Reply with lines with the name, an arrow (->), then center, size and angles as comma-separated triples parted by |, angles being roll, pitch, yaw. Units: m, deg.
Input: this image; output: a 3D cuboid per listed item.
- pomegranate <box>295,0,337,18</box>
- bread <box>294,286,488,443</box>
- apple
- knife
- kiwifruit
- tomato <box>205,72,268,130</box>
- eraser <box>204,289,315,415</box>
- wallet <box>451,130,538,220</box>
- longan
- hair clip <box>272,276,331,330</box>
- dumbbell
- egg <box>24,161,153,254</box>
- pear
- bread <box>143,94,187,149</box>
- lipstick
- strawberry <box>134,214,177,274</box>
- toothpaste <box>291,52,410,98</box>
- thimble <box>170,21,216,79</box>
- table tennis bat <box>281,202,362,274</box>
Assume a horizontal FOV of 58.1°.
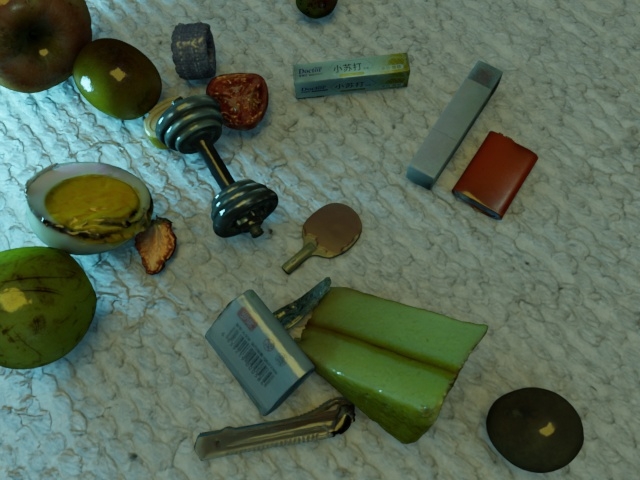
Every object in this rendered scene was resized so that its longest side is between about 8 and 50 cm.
pomegranate -> -0.012, -0.699, 1.639 | 0.130, 0.130, 0.130 | -1, 69, 2
bread -> 0.114, 0.217, 1.215 | 0.361, 0.245, 0.233 | 32, 61, 16
apple -> -0.787, -0.576, 1.515 | 0.338, 0.339, 0.305 | -39, 57, -12
knife -> -0.097, 0.415, 1.255 | 0.364, 0.043, 0.089 | -13, 36, 0
kiwifruit -> -0.539, -0.430, 1.522 | 0.196, 0.196, 0.234 | -43, 68, -13
tomato -> -0.218, -0.357, 1.536 | 0.166, 0.082, 0.174 | -4, 66, 0
eraser -> -0.138, 0.246, 1.269 | 0.227, 0.081, 0.174 | 48, 118, 16
wallet -> 0.440, -0.165, 1.452 | 0.142, 0.045, 0.204 | 32, 74, 12
longan -> 0.436, 0.385, 1.179 | 0.187, 0.167, 0.168 | 10, 69, 20
hair clip -> -0.063, 0.163, 1.343 | 0.229, 0.036, 0.066 | -37, 45, -1
dumbbell -> -0.251, -0.179, 1.397 | 0.179, 0.179, 0.406 | -30, 79, -9
egg -> -0.551, -0.056, 1.391 | 0.286, 0.174, 0.264 | 6, 43, -10
pear -> -0.643, 0.141, 1.273 | 0.283, 0.284, 0.284 | -1, 69, 2
bread -> -0.399, -0.315, 1.538 | 0.149, 0.073, 0.122 | -36, 66, -13
lipstick -> 0.348, -0.301, 1.492 | 0.079, 0.076, 0.372 | 30, 73, 13
strawberry -> -0.406, 0.011, 1.422 | 0.103, 0.048, 0.152 | 6, 78, -2
toothpaste -> 0.081, -0.446, 1.556 | 0.312, 0.089, 0.071 | -6, 74, 0
thimble -> -0.342, -0.513, 1.568 | 0.097, 0.150, 0.150 | -3, 69, 2
table tennis bat -> 0.000, 0.000, 1.422 | 0.234, 0.022, 0.131 | -42, 73, -14
